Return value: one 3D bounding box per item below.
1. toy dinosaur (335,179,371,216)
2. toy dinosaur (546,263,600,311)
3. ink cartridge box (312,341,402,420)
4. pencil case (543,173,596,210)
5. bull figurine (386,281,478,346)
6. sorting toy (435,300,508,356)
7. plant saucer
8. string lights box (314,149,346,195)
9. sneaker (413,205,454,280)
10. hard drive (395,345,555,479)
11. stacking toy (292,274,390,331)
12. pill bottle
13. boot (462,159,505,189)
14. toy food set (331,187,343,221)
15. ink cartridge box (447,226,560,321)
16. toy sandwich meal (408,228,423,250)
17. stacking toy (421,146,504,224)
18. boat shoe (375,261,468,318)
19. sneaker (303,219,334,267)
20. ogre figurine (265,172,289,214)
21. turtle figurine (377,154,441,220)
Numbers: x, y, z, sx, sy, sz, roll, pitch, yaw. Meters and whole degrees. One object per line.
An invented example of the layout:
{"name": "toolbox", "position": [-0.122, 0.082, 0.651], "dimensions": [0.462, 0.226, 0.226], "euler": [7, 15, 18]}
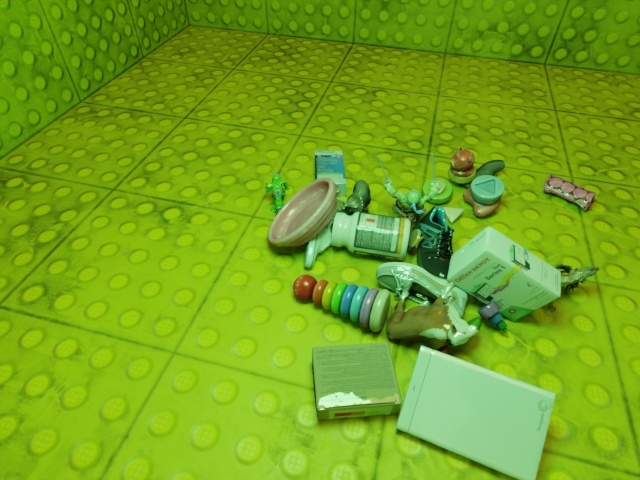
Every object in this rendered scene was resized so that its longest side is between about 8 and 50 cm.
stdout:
{"name": "toy dinosaur", "position": [0.165, -0.174, 1.762], "dimensions": [0.121, 0.160, 0.313], "euler": [17, 47, 15]}
{"name": "toy dinosaur", "position": [0.783, 0.120, 1.510], "dimensions": [0.200, 0.127, 0.296], "euler": [-28, 39, -36]}
{"name": "ink cartridge box", "position": [0.097, 0.402, 1.233], "dimensions": [0.235, 0.088, 0.193], "euler": [-2, 46, -4]}
{"name": "pencil case", "position": [1.075, -0.208, 1.861], "dimensions": [0.209, 0.095, 0.098], "euler": [34, 70, 32]}
{"name": "bull figurine", "position": [0.332, 0.233, 1.300], "dimensions": [0.310, 0.101, 0.188], "euler": [-15, 32, 46]}
{"name": "sorting toy", "position": [0.459, 0.333, 1.314], "dimensions": [0.365, 0.127, 0.126], "euler": [-32, 77, -26]}
{"name": "plant saucer", "position": [-0.058, -0.095, 1.634], "dimensions": [0.332, 0.084, 0.332], "euler": [-36, 25, 20]}
{"name": "string lights box", "position": [0.042, -0.311, 1.958], "dimensions": [0.133, 0.076, 0.259], "euler": [0, 45, -2]}
{"name": "sneaker", "position": [0.427, 0.017, 1.573], "dimensions": [0.125, 0.139, 0.340], "euler": [11, 44, -18]}
{"name": "hard drive", "position": [0.406, 0.453, 1.139], "dimensions": [0.353, 0.047, 0.233], "euler": [17, 80, 16]}
{"name": "stacking toy", "position": [0.057, 0.191, 1.424], "dimensions": [0.330, 0.141, 0.141], "euler": [14, 46, 19]}
{"name": "pill bottle", "position": [0.189, -0.023, 1.610], "dimensions": [0.278, 0.162, 0.162], "euler": [9, 45, 8]}
{"name": "boot", "position": [0.756, -0.265, 1.930], "dimensions": [0.247, 0.083, 0.161], "euler": [-20, 53, -10]}
{"name": "toy food set", "position": [0.032, -0.137, 1.818], "dimensions": [0.132, 0.038, 0.192], "euler": [-4, 54, 4]}
{"name": "ink cartridge box", "position": [0.585, 0.112, 1.384], "dimensions": [0.278, 0.201, 0.117], "euler": [32, 49, -3]}
{"name": "toy sandwich meal", "position": [0.356, -0.002, 1.603], "dimensions": [0.029, 0.085, 0.085], "euler": [24, 43, -14]}
{"name": "stacking toy", "position": [0.595, -0.237, 1.805], "dimensions": [0.280, 0.130, 0.309], "euler": [-26, 54, -9]}
{"name": "boat shoe", "position": [0.336, 0.168, 1.455], "dimensions": [0.320, 0.118, 0.103], "euler": [22, 49, 9]}
{"name": "sneaker", "position": [0.000, 0.000, 1.635], "dimensions": [0.091, 0.094, 0.258], "euler": [18, 52, -3]}
{"name": "ogre figurine", "position": [-0.182, -0.205, 1.819], "dimensions": [0.097, 0.118, 0.197], "euler": [8, 45, 8]}
{"name": "turtle figurine", "position": [0.363, -0.205, 1.697], "dimensions": [0.198, 0.266, 0.274], "euler": [-23, 76, 1]}
